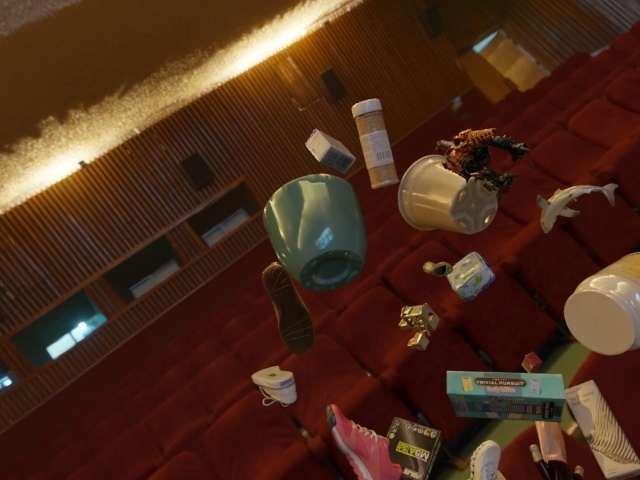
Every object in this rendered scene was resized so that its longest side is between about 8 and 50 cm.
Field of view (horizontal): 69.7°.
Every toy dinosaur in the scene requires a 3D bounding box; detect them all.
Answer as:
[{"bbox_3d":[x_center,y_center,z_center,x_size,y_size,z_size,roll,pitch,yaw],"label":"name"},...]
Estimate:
[{"bbox_3d":[0.412,-0.219,1.218,0.322,0.218,0.164,-43,-24,-71],"label":"toy dinosaur"}]

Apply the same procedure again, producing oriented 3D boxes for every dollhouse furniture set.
[{"bbox_3d":[0.335,0.335,1.769,0.182,0.101,0.161,-21,25,52],"label":"dollhouse furniture set"}]

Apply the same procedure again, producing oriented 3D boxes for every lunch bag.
[{"bbox_3d":[0.625,0.145,1.907,0.176,0.090,0.219,-46,9,15],"label":"lunch bag"}]

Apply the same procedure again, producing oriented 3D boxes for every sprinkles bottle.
[{"bbox_3d":[0.228,-0.396,1.906,0.121,0.356,0.121,-14,4,1],"label":"sprinkles bottle"}]

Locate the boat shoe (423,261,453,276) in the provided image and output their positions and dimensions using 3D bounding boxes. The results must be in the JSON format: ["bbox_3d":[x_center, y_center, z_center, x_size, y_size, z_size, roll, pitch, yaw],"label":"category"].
[{"bbox_3d":[0.448,0.109,1.709,0.153,0.048,0.056,11,-79,-38],"label":"boat shoe"}]

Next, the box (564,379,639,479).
[{"bbox_3d":[0.887,0.597,1.449,0.113,0.275,0.094,-32,-46,20],"label":"box"}]

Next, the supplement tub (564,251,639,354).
[{"bbox_3d":[0.944,0.191,1.414,0.331,0.241,0.241,-19,-21,-27],"label":"supplement tub"}]

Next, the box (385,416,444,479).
[{"bbox_3d":[0.306,0.724,1.585,0.190,0.045,0.184,1,43,43],"label":"box"}]

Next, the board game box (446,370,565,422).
[{"bbox_3d":[0.601,0.511,1.500,0.335,0.079,0.254,-5,-37,21],"label":"board game box"}]

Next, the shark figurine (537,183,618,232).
[{"bbox_3d":[0.889,-0.160,1.639,0.278,0.166,0.116,-33,18,35],"label":"shark figurine"}]

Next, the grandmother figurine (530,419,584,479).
[{"bbox_3d":[0.791,0.755,1.539,0.342,0.207,0.104,-73,0,-47],"label":"grandmother figurine"}]

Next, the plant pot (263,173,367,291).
[{"bbox_3d":[0.000,0.000,1.302,0.292,0.235,0.293,-11,-40,-9],"label":"plant pot"}]

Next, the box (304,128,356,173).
[{"bbox_3d":[0.033,-0.312,1.612,0.126,0.137,0.072,19,-63,-39],"label":"box"}]

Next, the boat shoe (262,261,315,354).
[{"bbox_3d":[-0.109,0.234,1.623,0.123,0.342,0.123,-23,10,1],"label":"boat shoe"}]

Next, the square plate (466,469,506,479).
[{"bbox_3d":[0.782,1.130,1.912,0.049,0.347,0.344,-24,-31,-20],"label":"square plate"}]

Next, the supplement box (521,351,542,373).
[{"bbox_3d":[0.871,0.506,1.893,0.043,0.055,0.083,-22,-40,-10],"label":"supplement box"}]

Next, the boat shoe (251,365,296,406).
[{"bbox_3d":[-0.185,0.639,1.968,0.135,0.157,0.367,-16,-1,-28],"label":"boat shoe"}]

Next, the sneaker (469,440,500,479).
[{"bbox_3d":[0.600,0.887,1.685,0.292,0.110,0.118,-66,9,-6],"label":"sneaker"}]

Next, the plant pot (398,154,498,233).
[{"bbox_3d":[0.536,-0.167,1.879,0.333,0.334,0.305,-40,25,-6],"label":"plant pot"}]

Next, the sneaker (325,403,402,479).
[{"bbox_3d":[0.130,0.605,1.374,0.136,0.314,0.116,-33,2,-4],"label":"sneaker"}]
